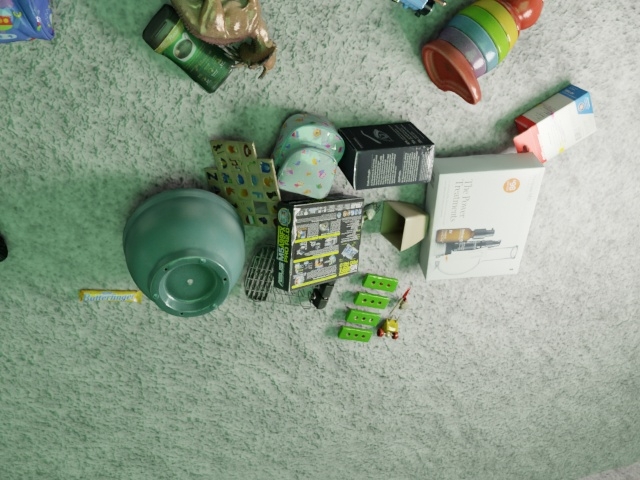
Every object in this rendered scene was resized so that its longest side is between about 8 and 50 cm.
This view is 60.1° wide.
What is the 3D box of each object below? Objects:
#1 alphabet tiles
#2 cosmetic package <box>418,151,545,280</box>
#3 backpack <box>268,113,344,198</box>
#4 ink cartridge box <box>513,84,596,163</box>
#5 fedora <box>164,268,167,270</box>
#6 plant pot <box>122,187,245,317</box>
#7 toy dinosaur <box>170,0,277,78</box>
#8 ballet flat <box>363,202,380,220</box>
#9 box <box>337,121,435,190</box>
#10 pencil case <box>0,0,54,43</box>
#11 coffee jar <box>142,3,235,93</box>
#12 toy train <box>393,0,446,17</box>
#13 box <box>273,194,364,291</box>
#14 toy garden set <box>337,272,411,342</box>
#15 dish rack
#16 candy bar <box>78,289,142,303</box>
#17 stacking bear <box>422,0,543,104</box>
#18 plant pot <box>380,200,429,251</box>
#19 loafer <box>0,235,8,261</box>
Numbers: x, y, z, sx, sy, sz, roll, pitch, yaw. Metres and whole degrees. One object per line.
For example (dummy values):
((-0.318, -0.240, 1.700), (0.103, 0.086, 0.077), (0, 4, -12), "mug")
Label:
((-0.190, -0.133, 1.340), (0.198, 0.009, 0.237), (8, 128, 23), "alphabet tiles")
((0.443, -0.060, 1.569), (0.285, 0.097, 0.377), (-6, 129, -4), "cosmetic package")
((-0.031, -0.203, 1.340), (0.166, 0.144, 0.188), (14, 114, -19), "backpack")
((0.628, -0.306, 1.524), (0.231, 0.078, 0.134), (-31, 126, 3), "ink cartridge box")
((-0.342, -0.001, 1.407), (0.194, 0.079, 0.194), (-9, 127, -12), "fedora")
((-0.307, 0.053, 1.282), (0.293, 0.196, 0.293), (-8, 126, -12), "plant pot")
((-0.193, -0.439, 1.121), (0.296, 0.127, 0.200), (1, 114, -29), "toy dinosaur")
((0.121, -0.065, 1.540), (0.114, 0.041, 0.041), (-26, 126, 0), "ballet flat")
((0.158, -0.214, 1.386), (0.207, 0.153, 0.108), (-7, 124, -12), "box")
((-0.651, -0.420, 1.004), (0.306, 0.119, 0.133), (-10, 152, -12), "pencil case")
((-0.277, -0.402, 1.165), (0.096, 0.079, 0.184), (-45, 125, 14), "coffee jar")
((0.202, -0.567, 1.219), (0.184, 0.080, 0.105), (17, 124, -29), "toy train")
((0.000, 0.000, 1.412), (0.270, 0.060, 0.216), (-11, 111, -46), "box")
((0.184, 0.213, 1.740), (0.204, 0.049, 0.244), (12, 117, -23), "toy garden set")
((-0.078, 0.096, 1.565), (0.272, 0.074, 0.208), (9, 117, -21), "dish rack")
((-0.558, 0.149, 1.472), (0.162, 0.018, 0.040), (4, 121, -21), "candy bar")
((0.394, -0.488, 1.290), (0.289, 0.175, 0.164), (-42, 132, 0), "stacking bear")
((0.243, -0.048, 1.556), (0.096, 0.109, 0.109), (-12, 125, -23), "plant pot")
((-0.808, -0.028, 1.244), (0.078, 0.076, 0.223), (-31, 122, 10), "loafer")
